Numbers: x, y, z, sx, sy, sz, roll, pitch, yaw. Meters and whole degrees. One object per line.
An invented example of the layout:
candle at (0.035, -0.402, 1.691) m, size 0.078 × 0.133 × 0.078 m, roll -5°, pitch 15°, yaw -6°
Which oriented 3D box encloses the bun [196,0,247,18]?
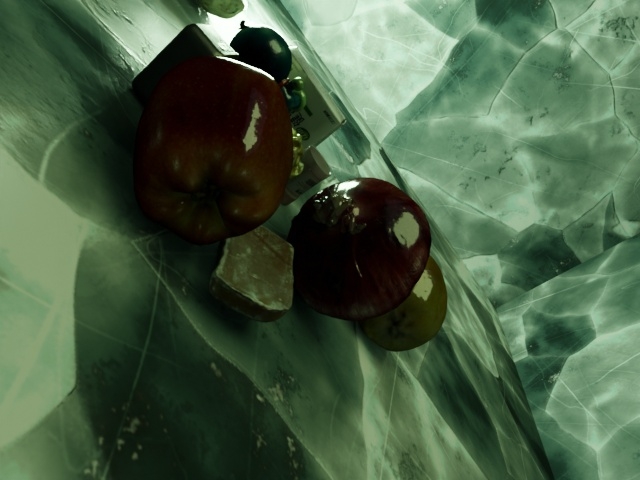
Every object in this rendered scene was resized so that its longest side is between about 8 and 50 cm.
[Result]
bun at (-0.351, -0.823, 1.805) m, size 0.220 × 0.134 × 0.220 m, roll 44°, pitch 20°, yaw -21°

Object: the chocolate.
chocolate at (-0.135, 0.061, 1.018) m, size 0.157 × 0.080 × 0.254 m, roll 33°, pitch 25°, yaw -19°

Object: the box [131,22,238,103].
box at (-0.281, -0.352, 1.131) m, size 0.090 × 0.201 × 0.144 m, roll 50°, pitch 21°, yaw -8°

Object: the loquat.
loquat at (0.216, 0.151, 1.481) m, size 0.276 × 0.276 × 0.284 m, roll 50°, pitch 23°, yaw -19°

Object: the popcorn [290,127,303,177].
popcorn at (-0.125, -0.210, 1.363) m, size 0.142 × 0.173 × 0.173 m, roll 3°, pitch 56°, yaw -61°

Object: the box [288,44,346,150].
box at (-0.070, -0.491, 1.906) m, size 0.333 × 0.173 × 0.145 m, roll 54°, pitch 21°, yaw -10°

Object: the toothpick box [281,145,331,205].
toothpick box at (-0.059, -0.174, 1.466) m, size 0.098 × 0.149 × 0.098 m, roll 48°, pitch 21°, yaw -25°

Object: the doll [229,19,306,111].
doll at (-0.169, -0.523, 1.690) m, size 0.322 × 0.198 × 0.186 m, roll 60°, pitch 29°, yaw -20°

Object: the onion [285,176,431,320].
onion at (0.069, -0.005, 1.210) m, size 0.285 × 0.347 × 0.347 m, roll 55°, pitch 13°, yaw -53°

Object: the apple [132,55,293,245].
apple at (-0.183, -0.156, 0.953) m, size 0.288 × 0.288 × 0.317 m, roll 44°, pitch 33°, yaw -34°
